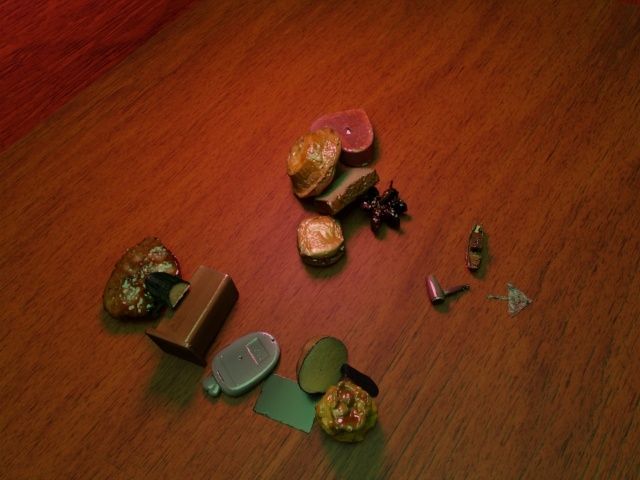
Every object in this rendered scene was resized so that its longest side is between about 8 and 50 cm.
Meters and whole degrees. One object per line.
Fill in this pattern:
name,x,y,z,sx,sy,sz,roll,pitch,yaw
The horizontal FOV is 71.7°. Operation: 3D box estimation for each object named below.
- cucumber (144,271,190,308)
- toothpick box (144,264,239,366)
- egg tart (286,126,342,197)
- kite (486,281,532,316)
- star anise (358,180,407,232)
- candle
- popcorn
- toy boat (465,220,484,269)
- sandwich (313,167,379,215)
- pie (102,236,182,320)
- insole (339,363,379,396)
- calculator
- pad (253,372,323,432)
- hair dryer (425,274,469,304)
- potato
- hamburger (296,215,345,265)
cucumber,-0.579,0.161,1.612,0.243,0.063,0.115,9,50,43
toothpick box,-0.448,0.267,1.621,0.190,0.188,0.308,16,58,19
egg tart,-0.050,-0.340,1.877,0.341,0.128,0.342,-29,52,45
kite,0.672,0.208,1.575,0.156,0.011,0.139,5,57,12
star anise,0.247,-0.144,1.797,0.189,0.126,0.220,-22,60,0
candle,0.129,-0.496,2.032,0.316,0.131,0.287,30,64,23
popcorn,0.076,0.531,1.385,0.197,0.156,0.198,-11,47,12
toy boat,0.584,0.018,1.670,0.064,0.072,0.206,10,61,13
sandwich,0.099,-0.201,1.823,0.251,0.087,0.226,-36,22,-14
pie,-0.711,0.158,1.770,0.288,0.103,0.355,21,68,20
insole,0.130,0.465,1.476,0.152,0.002,0.053,33,66,5
calculator,-0.279,0.438,1.562,0.298,0.041,0.185,-32,59,-13
pad,-0.108,0.542,1.493,0.211,0.003,0.143,15,62,17
hair dryer,0.465,0.175,1.614,0.154,0.054,0.106,-2,53,-4
potato,-0.017,0.407,1.492,0.117,0.182,0.202,12,64,53
hamburger,-0.002,0.001,1.752,0.213,0.108,0.214,-3,59,5
